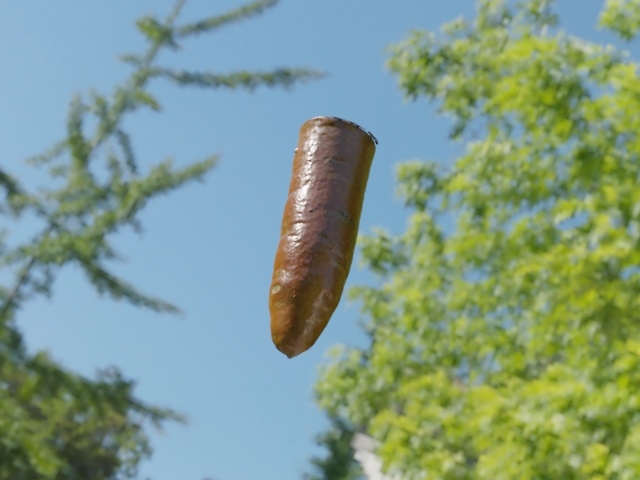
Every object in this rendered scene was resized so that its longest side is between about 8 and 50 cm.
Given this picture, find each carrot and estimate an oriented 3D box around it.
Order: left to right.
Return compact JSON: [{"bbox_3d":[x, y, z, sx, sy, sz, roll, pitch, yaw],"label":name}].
[{"bbox_3d":[0.000,0.000,0.815,0.048,0.139,0.048,8,-30,5],"label":"carrot"}]
